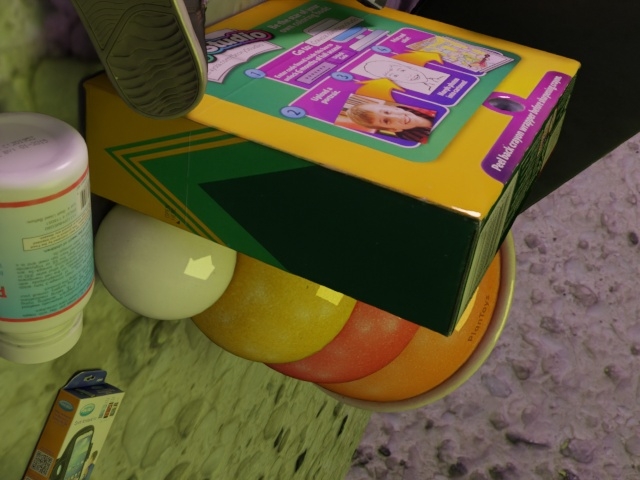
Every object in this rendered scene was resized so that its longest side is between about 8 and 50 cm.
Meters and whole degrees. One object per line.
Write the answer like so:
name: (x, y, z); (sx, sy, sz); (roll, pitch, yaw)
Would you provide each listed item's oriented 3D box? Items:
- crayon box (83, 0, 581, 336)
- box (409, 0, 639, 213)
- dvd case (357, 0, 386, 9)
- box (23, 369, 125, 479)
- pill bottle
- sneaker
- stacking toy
crayon box: (0.032, -0.106, 0.680); (0.363, 0.313, 0.106); (-46, 150, -51)
box: (0.312, -0.328, 1.040); (0.472, 0.297, 0.480); (-55, -175, -32)
dvd case: (0.007, -0.325, 0.647); (0.238, 0.029, 0.179); (14, 99, -48)
box: (-0.236, 0.191, 0.738); (0.136, 0.028, 0.081); (-66, 164, 1)
pill bottle: (-0.195, 0.003, 0.507); (0.087, 0.087, 0.160); (-49, 156, -48)
sneaker: (-0.129, -0.200, 0.500); (0.118, 0.083, 0.222); (-98, 178, -54)
stacking toy: (-0.031, 0.014, 0.805); (0.479, 0.350, 0.351); (12, 101, -56)
